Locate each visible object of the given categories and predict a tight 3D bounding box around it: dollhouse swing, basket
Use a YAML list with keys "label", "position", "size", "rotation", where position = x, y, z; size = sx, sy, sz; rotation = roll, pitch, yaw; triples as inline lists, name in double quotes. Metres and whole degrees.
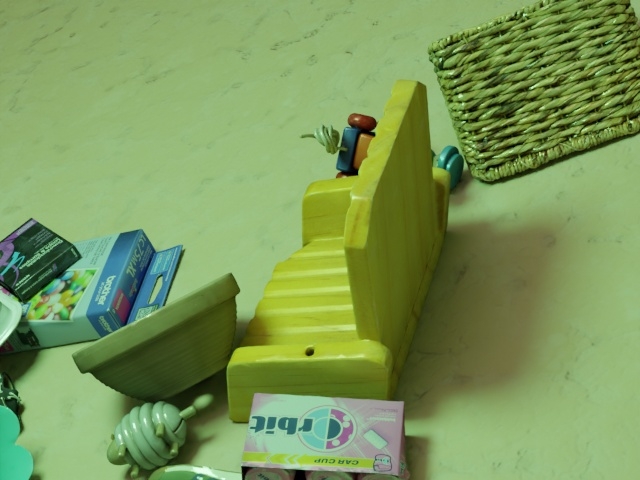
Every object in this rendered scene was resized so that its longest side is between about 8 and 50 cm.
- label: "dollhouse swing"
  position: [0.000, 0.000, 1.604]
  size: [0.315, 0.305, 0.347]
  rotation: [-5, 42, 27]
- label: "basket"
  position: [0.329, -0.232, 1.871]
  size: [0.299, 0.223, 0.213]
  rotation: [-21, 3, 8]

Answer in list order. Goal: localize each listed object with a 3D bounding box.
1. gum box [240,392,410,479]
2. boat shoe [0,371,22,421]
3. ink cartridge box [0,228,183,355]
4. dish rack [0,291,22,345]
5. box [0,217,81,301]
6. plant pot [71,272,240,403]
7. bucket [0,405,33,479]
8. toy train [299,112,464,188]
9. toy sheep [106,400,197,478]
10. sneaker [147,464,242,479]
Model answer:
- label: "gum box"
  position: [0.011, 0.239, 1.460]
  size: [0.188, 0.062, 0.107]
  rotation: [2, 42, 6]
- label: "boat shoe"
  position: [-0.448, 0.227, 1.823]
  size: [0.038, 0.046, 0.125]
  rotation: [-38, 28, -8]
- label: "ink cartridge box"
  position: [-0.375, 0.077, 1.954]
  size: [0.311, 0.065, 0.186]
  rotation: [-9, 39, 21]
- label: "dish rack"
  position: [-0.616, 0.180, 1.901]
  size: [0.333, 0.072, 0.285]
  rotation: [-51, 34, -15]
- label: "box"
  position: [-0.458, 0.028, 1.994]
  size: [0.116, 0.029, 0.162]
  rotation: [-41, 37, -20]
- label: "plant pot"
  position: [-0.197, 0.142, 1.673]
  size: [0.237, 0.110, 0.237]
  rotation: [-27, -1, 0]
- label: "bucket"
  position: [-0.508, 0.290, 1.592]
  size: [0.183, 0.281, 0.281]
  rotation: [-27, 34, 14]
- label: "toy train"
  position: [0.091, -0.116, 1.778]
  size: [0.143, 0.105, 0.248]
  rotation: [14, 6, 29]
- label: "toy sheep"
  position: [-0.212, 0.247, 1.612]
  size: [0.132, 0.091, 0.091]
  rotation: [-26, 35, 8]
- label: "sneaker"
  position: [-0.136, 0.316, 1.491]
  size: [0.192, 0.064, 0.086]
  rotation: [-1, 37, 26]
